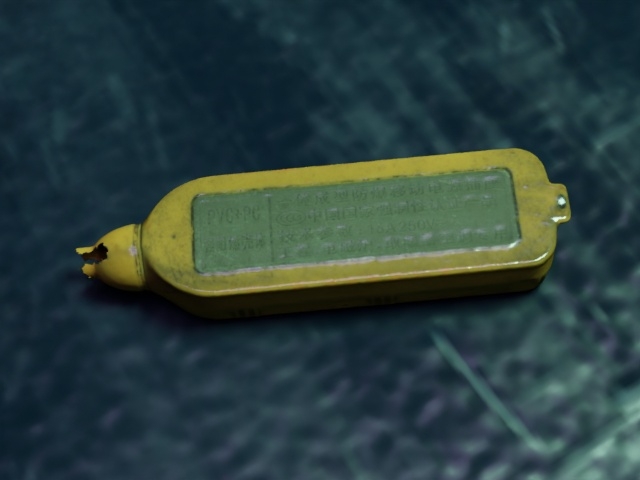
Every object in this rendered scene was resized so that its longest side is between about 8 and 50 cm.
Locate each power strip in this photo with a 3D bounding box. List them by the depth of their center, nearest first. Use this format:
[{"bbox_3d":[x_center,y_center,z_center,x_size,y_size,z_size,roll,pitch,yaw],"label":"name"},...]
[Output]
[{"bbox_3d":[0.000,0.000,0.566,0.178,0.028,0.049,-5,62,1],"label":"power strip"}]
